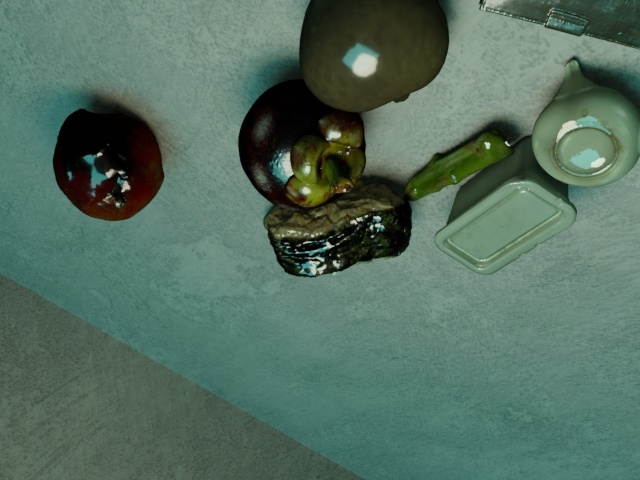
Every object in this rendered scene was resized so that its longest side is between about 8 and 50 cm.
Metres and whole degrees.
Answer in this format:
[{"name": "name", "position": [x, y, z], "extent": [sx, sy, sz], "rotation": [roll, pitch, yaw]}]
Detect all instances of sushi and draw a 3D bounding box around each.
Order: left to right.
[{"name": "sushi", "position": [0.050, -0.032, 1.646], "extent": [0.350, 0.211, 0.171], "rotation": [-11, 115, 1]}]

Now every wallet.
[{"name": "wallet", "position": [0.452, -0.443, 1.175], "extent": [0.317, 0.044, 0.169], "rotation": [16, 139, 4]}]

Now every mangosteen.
[{"name": "mangosteen", "position": [-0.029, -0.217, 1.474], "extent": [0.297, 0.297, 0.313], "rotation": [33, 152, -15]}]

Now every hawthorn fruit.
[{"name": "hawthorn fruit", "position": [-0.555, -0.202, 1.760], "extent": [0.316, 0.316, 0.316], "rotation": [13, 142, 10]}]

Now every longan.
[{"name": "longan", "position": [0.096, -0.366, 1.276], "extent": [0.300, 0.243, 0.300], "rotation": [16, 155, 8]}]

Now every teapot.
[{"name": "teapot", "position": [0.582, -0.203, 1.318], "extent": [0.318, 0.149, 0.220], "rotation": [17, 134, 8]}]

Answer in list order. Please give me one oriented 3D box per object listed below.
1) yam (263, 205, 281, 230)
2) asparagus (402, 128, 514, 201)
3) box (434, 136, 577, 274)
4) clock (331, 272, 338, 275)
[{"name": "yam", "position": [-0.048, -0.121, 1.779], "extent": [0.081, 0.081, 0.357], "rotation": [32, 143, -13]}, {"name": "asparagus", "position": [0.310, -0.170, 1.547], "extent": [0.082, 0.085, 0.343], "rotation": [23, 151, -26]}, {"name": "box", "position": [0.417, -0.084, 1.516], "extent": [0.175, 0.182, 0.312], "rotation": [31, 142, -13]}, {"name": "clock", "position": [0.000, 0.000, 1.841], "extent": [0.195, 0.100, 0.194], "rotation": [22, 131, -31]}]
